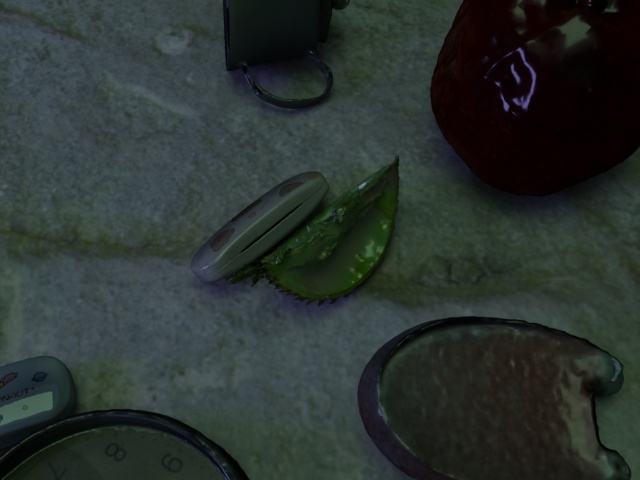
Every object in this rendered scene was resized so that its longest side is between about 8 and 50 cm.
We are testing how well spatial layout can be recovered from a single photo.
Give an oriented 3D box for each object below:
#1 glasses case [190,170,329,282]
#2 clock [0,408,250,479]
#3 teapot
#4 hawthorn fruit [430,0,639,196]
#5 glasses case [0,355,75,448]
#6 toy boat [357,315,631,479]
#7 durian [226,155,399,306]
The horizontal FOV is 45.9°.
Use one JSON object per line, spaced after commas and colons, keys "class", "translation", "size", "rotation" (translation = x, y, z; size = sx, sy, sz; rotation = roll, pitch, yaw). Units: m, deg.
{"class": "glasses case", "translation": [-0.060, -0.015, 0.758], "size": [0.164, 0.041, 0.063], "rotation": [-39, 19, -17]}
{"class": "clock", "translation": [-0.174, 0.268, 0.596], "size": [0.280, 0.055, 0.281], "rotation": [-3, 57, 5]}
{"class": "teapot", "translation": [-0.039, -0.271, 0.880], "size": [0.149, 0.162, 0.239], "rotation": [-2, 82, -9]}
{"class": "hawthorn fruit", "translation": [0.232, -0.181, 0.722], "size": [0.210, 0.266, 0.230], "rotation": [6, 60, -12]}
{"class": "glasses case", "translation": [-0.312, 0.159, 0.684], "size": [0.178, 0.045, 0.067], "rotation": [-20, 57, -6]}
{"class": "toy boat", "translation": [0.143, 0.145, 0.639], "size": [0.227, 0.085, 0.155], "rotation": [8, 67, -3]}
{"class": "durian", "translation": [0.000, 0.000, 0.720], "size": [0.086, 0.100, 0.215], "rotation": [35, 61, 28]}
